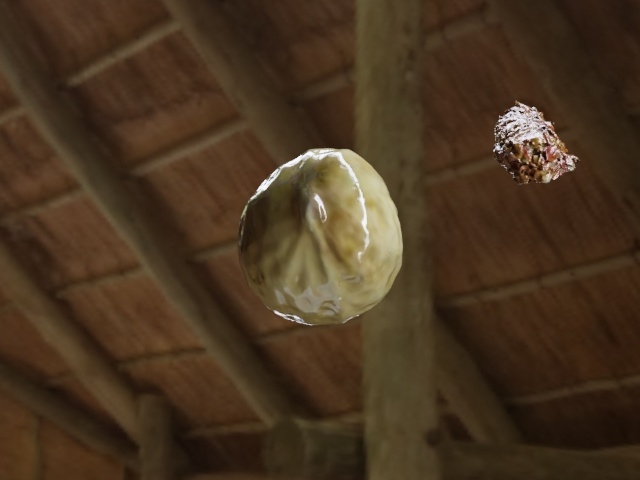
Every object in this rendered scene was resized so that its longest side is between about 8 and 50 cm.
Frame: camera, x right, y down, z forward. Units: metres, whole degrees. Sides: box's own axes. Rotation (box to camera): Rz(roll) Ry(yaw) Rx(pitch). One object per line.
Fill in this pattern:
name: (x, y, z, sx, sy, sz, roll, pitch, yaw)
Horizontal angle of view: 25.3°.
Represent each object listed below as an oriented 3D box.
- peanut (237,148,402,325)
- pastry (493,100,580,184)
peanut: (0.000, 0.000, 1.201, 0.159, 0.109, 0.140, -33, -113, 44)
pastry: (0.243, -0.117, 1.671, 0.169, 0.087, 0.063, -106, 177, -71)
